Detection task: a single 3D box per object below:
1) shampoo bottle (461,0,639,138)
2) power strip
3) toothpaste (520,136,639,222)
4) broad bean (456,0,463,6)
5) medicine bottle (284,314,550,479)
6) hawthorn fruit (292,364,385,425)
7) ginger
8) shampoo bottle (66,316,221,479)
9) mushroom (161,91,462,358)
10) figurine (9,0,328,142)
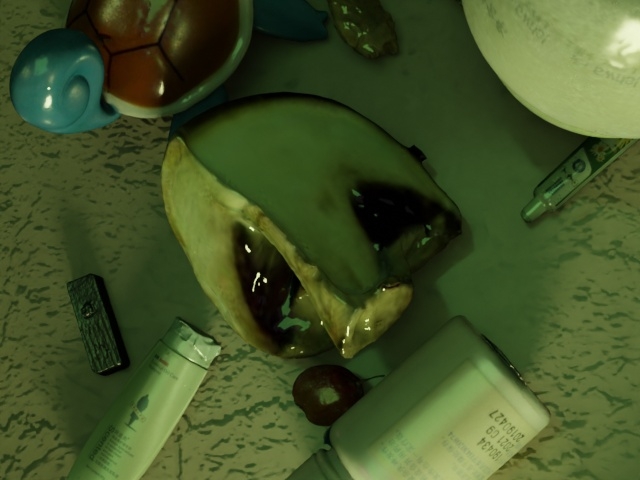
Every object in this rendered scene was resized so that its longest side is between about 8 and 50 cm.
[{"bbox_3d":[0.295,-0.261,1.404,0.322,0.317,0.322,0,73,-1],"label":"shampoo bottle"},{"bbox_3d":[-0.243,0.091,1.630,0.038,0.029,0.111,-23,75,8],"label":"power strip"},{"bbox_3d":[0.285,-0.090,1.543,0.204,0.031,0.049,-42,75,0],"label":"toothpaste"},{"bbox_3d":[0.185,-0.266,1.596,0.227,0.039,0.069,22,66,14],"label":"broad bean"},{"bbox_3d":[0.089,0.205,1.472,0.258,0.143,0.143,-41,73,1],"label":"medicine bottle"},{"bbox_3d":[0.023,0.150,1.533,0.103,0.067,0.066,-30,74,23],"label":"hawthorn fruit"},{"bbox_3d":[0.034,-0.274,1.618,0.069,0.051,0.173,-8,78,-28],"label":"ginger"},{"bbox_3d":[-0.187,0.182,1.589,0.072,0.049,0.212,30,87,21],"label":"shampoo bottle"},{"bbox_3d":[0.002,-0.006,1.551,0.292,0.212,0.217,37,45,28],"label":"mushroom"},{"bbox_3d":[-0.178,-0.246,1.607,0.298,0.243,0.416,25,65,25],"label":"figurine"}]
